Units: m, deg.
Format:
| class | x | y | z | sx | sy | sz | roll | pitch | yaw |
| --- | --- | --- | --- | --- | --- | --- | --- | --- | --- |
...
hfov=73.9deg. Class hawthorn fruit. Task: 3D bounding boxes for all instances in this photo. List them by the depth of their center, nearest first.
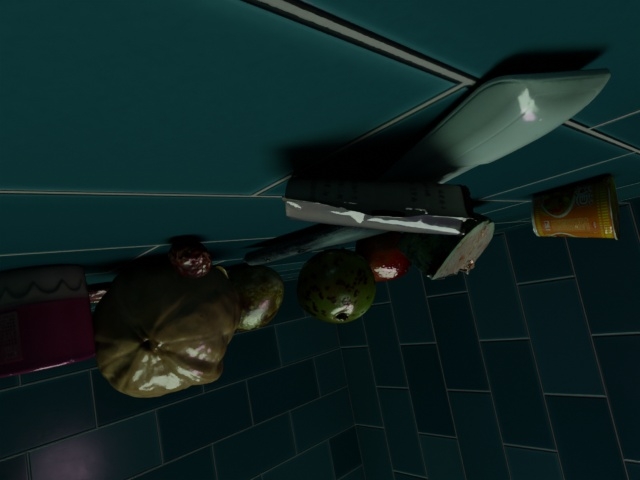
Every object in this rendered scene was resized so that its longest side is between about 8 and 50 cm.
| class | x | y | z | sx | sy | sz | roll | pitch | yaw |
| --- | --- | --- | --- | --- | --- | --- | --- | --- | --- |
| hawthorn fruit | 0.197 | 0.036 | 1.206 | 0.193 | 0.157 | 0.157 | -5 | 173 | -2 |

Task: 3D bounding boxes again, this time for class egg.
| class | x | y | z | sx | sy | sz | roll | pitch | yaw |
| --- | --- | --- | --- | --- | --- | --- | --- | --- | --- |
| egg | -0.256 | 0.206 | 1.566 | 0.289 | 0.238 | 0.238 | -29 | 166 | 24 |

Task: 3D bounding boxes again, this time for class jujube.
| class | x | y | z | sx | sy | sz | roll | pitch | yaw |
| --- | --- | --- | --- | --- | --- | --- | --- | --- | --- |
| jujube | -0.258 | 0.035 | 0.835 | 0.077 | 0.077 | 0.129 | -10 | 168 | -6 |

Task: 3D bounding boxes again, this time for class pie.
| class | x | y | z | sx | sy | sz | roll | pitch | yaw |
| --- | --- | --- | --- | --- | --- | --- | --- | --- | --- |
| pie | -0.687 | 0.166 | 1.331 | 0.182 | 0.050 | 0.182 | -6 | 171 | -1 |

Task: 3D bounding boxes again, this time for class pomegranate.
| class | x | y | z | sx | sy | sz | roll | pitch | yaw |
| --- | --- | --- | --- | --- | --- | --- | --- | --- | --- |
| pomegranate | 0.036 | 0.102 | 1.125 | 0.210 | 0.263 | 0.211 | -5 | 133 | -6 |

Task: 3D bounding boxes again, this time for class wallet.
| class | x | y | z | sx | sy | sz | roll | pitch | yaw |
| --- | --- | --- | --- | --- | --- | --- | --- | --- | --- |
| wallet | 0.000 | 0.000 | 1.056 | 0.378 | 0.046 | 0.190 | -17 | 173 | 37 |

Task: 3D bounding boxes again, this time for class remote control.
| class | x | y | z | sx | sy | sz | roll | pitch | yaw |
| --- | --- | --- | --- | --- | --- | --- | --- | --- | --- |
| remote control | 0.160 | -0.101 | 0.469 | 0.103 | 0.051 | 0.293 | -10 | 174 | -15 |

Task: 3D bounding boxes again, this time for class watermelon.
| class | x | y | z | sx | sy | sz | roll | pitch | yaw |
| --- | --- | --- | --- | --- | --- | --- | --- | --- | --- |
| watermelon | 0.319 | 0.011 | 1.082 | 0.224 | 0.180 | 0.305 | -19 | 172 | 36 |

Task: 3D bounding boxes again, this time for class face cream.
| class | x | y | z | sx | sy | sz | roll | pitch | yaw |
| --- | --- | --- | --- | --- | --- | --- | --- | --- | --- |
| face cream | -0.559 | 0.158 | 0.857 | 0.175 | 0.195 | 0.175 | -12 | 174 | -1 |

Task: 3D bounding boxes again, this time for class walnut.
| class | x | y | z | sx | sy | sz | roll | pitch | yaw |
| --- | --- | --- | --- | --- | --- | --- | --- | --- | --- |
| walnut | -0.372 | 0.211 | 1.062 | 0.381 | 0.382 | 0.381 | -11 | 173 | -1 |

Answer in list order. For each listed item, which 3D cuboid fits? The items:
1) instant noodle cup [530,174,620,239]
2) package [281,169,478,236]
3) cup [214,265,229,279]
| class | x | y | z | sx | sy | sz | roll | pitch | yaw |
| --- | --- | --- | --- | --- | --- | --- | --- | --- | --- |
| instant noodle cup | 0.663 | -0.076 | 1.114 | 0.185 | 0.169 | 0.168 | -7 | 177 | 39 |
| package | 0.067 | -0.048 | 0.540 | 0.203 | 0.062 | 0.251 | 5 | -176 | 2 |
| cup | -0.403 | 0.146 | 1.382 | 0.155 | 0.131 | 0.176 | -9 | 144 | 16 |
